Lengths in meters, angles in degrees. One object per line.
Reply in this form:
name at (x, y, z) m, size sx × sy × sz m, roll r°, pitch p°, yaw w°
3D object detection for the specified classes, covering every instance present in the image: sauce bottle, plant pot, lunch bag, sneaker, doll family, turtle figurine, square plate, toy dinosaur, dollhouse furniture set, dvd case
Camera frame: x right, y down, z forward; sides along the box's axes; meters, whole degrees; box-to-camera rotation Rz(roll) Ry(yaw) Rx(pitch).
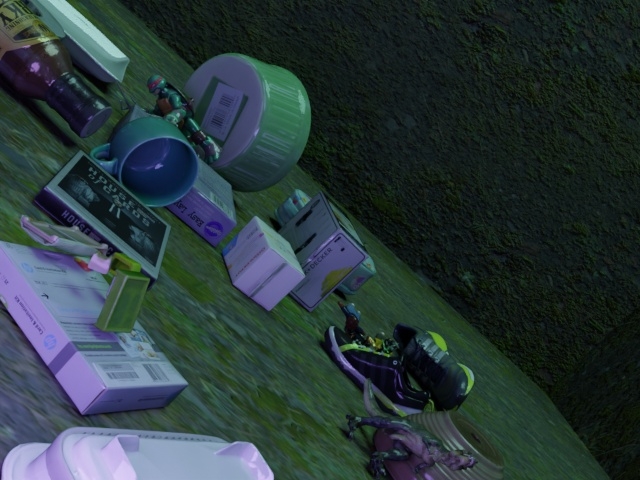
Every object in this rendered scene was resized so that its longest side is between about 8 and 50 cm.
sauce bottle at (-0.469, -0.302, 1.277) m, size 0.344 × 0.111 × 0.111 m, roll 44°, pitch 9°, yaw -2°
plant pot at (0.206, 0.344, 1.282) m, size 0.237 × 0.110 × 0.237 m, roll 38°, pitch 11°, yaw -9°
lunch bag at (0.000, 0.000, 2.013) m, size 0.224 × 0.108 × 0.279 m, roll 35°, pitch 12°, yaw -33°
sneaker at (0.109, 0.227, 1.471) m, size 0.235 × 0.097 × 0.084 m, roll 46°, pitch 9°, yaw 15°
sneaker at (0.246, 0.286, 1.875) m, size 0.121 × 0.111 × 0.300 m, roll 29°, pitch 9°, yaw -24°
doll family at (0.094, 0.200, 1.636) m, size 0.193 × 0.076 × 0.111 m, roll 39°, pitch 13°, yaw -2°
turtle figurine at (-0.307, -0.254, 1.686) m, size 0.234 × 0.118 × 0.175 m, roll 52°, pitch -15°, yaw -25°
square plate at (-0.580, -0.483, 1.827) m, size 0.347 × 0.049 × 0.344 m, roll 41°, pitch 9°, yaw -21°
toy dinosaur at (0.106, 0.284, 1.200) m, size 0.118 × 0.064 × 0.268 m, roll -9°, pitch 24°, yaw -33°
dollhouse furniture set at (-0.234, 0.033, 0.811) m, size 0.151 × 0.059 × 0.076 m, roll 26°, pitch 6°, yaw 31°
dvd case at (-0.286, -0.034, 1.120) m, size 0.179 × 0.029 × 0.239 m, roll 42°, pitch 9°, yaw -16°

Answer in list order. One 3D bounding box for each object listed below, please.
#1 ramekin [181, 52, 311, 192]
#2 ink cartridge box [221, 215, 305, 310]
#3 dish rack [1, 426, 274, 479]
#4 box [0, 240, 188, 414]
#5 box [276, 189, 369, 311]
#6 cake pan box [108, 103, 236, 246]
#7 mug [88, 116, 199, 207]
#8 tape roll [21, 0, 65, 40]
ramekin at (-0.186, -0.270, 1.841) m, size 0.303 × 0.303 × 0.148 m, roll 49°, pitch 18°, yaw 30°
ink cartridge box at (-0.098, 0.043, 1.410) m, size 0.090 × 0.092 × 0.143 m, roll 40°, pitch 11°, yaw -30°
dish rack at (-0.061, 0.265, 0.615) m, size 0.333 × 0.072 × 0.285 m, roll 50°, pitch 10°, yaw 29°
box at (-0.228, 0.084, 0.798) m, size 0.186 × 0.038 × 0.145 m, roll 48°, pitch 9°, yaw 19°
box at (-0.010, 0.015, 1.711) m, size 0.087 × 0.169 × 0.290 m, roll 44°, pitch 7°, yaw -18°
cake pan box at (-0.266, -0.123, 1.513) m, size 0.267 × 0.070 × 0.246 m, roll 41°, pitch 11°, yaw -21°
mug at (-0.279, -0.137, 1.303) m, size 0.157 × 0.129 × 0.097 m, roll 36°, pitch 11°, yaw -44°
tape roll at (-0.572, -0.419, 1.485) m, size 0.219 × 0.072 × 0.219 m, roll 43°, pitch 8°, yaw -8°
